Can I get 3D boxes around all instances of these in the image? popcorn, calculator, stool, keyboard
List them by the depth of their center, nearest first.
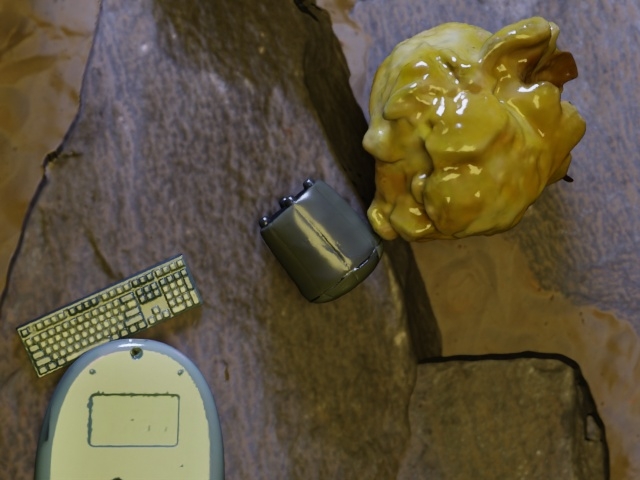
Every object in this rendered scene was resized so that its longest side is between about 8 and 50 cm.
[{"bbox_3d":[0.138,-0.116,1.360,0.253,0.190,0.191,-35,131,-21],"label":"popcorn"},{"bbox_3d":[-0.185,0.245,1.363,0.186,0.041,0.298,3,93,-13],"label":"calculator"},{"bbox_3d":[-0.204,0.073,1.366,0.176,0.014,0.055,-24,101,-10],"label":"keyboard"},{"bbox_3d":[0.000,0.000,1.369,0.096,0.096,0.110,-42,97,-8],"label":"stool"}]
